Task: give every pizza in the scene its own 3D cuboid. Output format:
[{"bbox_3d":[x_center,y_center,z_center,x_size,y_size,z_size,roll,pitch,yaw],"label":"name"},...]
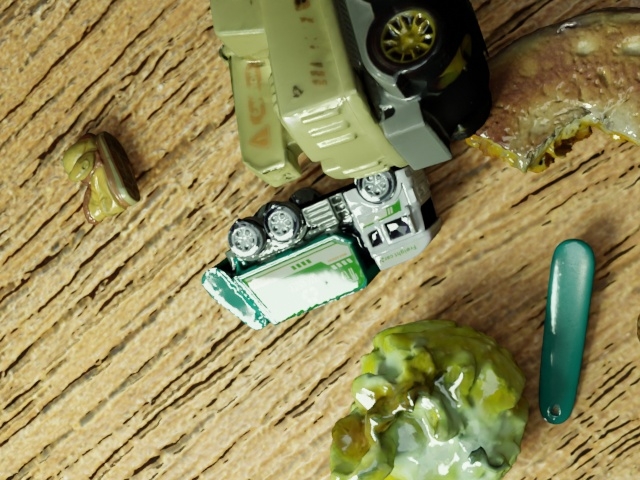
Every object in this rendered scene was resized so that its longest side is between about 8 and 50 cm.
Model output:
[{"bbox_3d":[0.258,-0.142,1.323,0.305,0.085,0.161,-11,69,21],"label":"pizza"}]

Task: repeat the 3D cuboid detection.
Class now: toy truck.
[{"bbox_3d":[0.010,-0.250,1.314,0.254,0.180,0.405,-19,67,13],"label":"toy truck"},{"bbox_3d":[0.000,0.000,1.407,0.253,0.114,0.124,-21,97,18],"label":"toy truck"}]

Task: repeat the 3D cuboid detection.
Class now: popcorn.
[{"bbox_3d":[0.101,0.177,1.330,0.198,0.212,0.198,17,112,49],"label":"popcorn"}]

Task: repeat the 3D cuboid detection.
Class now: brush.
[{"bbox_3d":[0.246,0.090,1.362,0.043,0.032,0.193,8,105,15],"label":"brush"}]

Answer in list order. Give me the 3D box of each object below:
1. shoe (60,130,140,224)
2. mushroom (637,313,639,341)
[{"bbox_3d":[-0.249,-0.072,1.512,0.069,0.072,0.109,-37,79,11],"label":"shoe"},{"bbox_3d":[0.388,0.087,1.224,0.138,0.194,0.231,-10,94,-17],"label":"mushroom"}]
